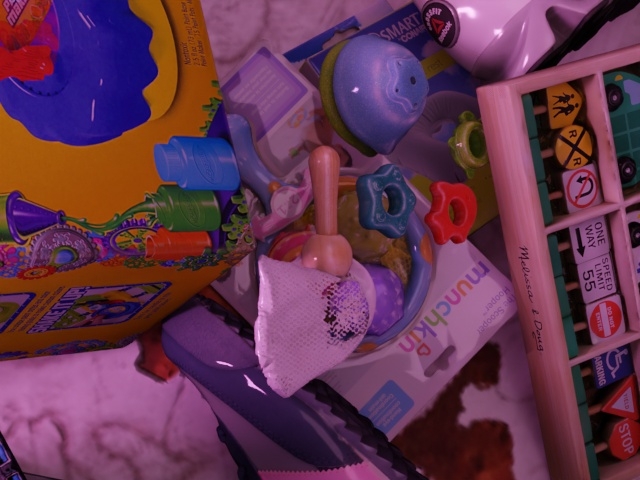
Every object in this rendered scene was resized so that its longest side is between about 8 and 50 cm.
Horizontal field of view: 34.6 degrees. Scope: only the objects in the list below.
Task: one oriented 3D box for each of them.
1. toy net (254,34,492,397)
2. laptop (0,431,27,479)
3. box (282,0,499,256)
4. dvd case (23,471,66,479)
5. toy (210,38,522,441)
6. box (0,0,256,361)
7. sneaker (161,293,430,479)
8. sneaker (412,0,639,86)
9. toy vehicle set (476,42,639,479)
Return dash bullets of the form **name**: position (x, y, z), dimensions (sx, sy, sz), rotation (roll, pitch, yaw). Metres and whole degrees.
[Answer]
- **toy net**: position (0.022, -0.008, 0.579), dimensions (0.122, 0.045, 0.232), rotation (44, 58, -30)
- **laptop**: position (-0.067, 0.154, 0.451), dimensions (0.136, 0.234, 0.264), rotation (-29, 90, -34)
- **box**: position (0.064, -0.085, 0.706), dimensions (0.109, 0.042, 0.178), rotation (-33, 85, -24)
- **dvd case**: position (-0.212, 0.229, 0.514), dimensions (0.179, 0.029, 0.239), rotation (16, 68, -17)
- **toy**: position (0.000, 0.000, 0.631), dimensions (0.237, 0.056, 0.137), rotation (45, 87, 4)
- **box**: position (-0.218, -0.093, 0.511), dimensions (0.279, 0.177, 0.290), rotation (-4, 71, -35)
- **sneaker**: position (0.002, 0.168, 0.570), dimensions (0.319, 0.112, 0.131), rotation (44, 90, 11)
- **sneaker**: position (0.185, -0.230, 0.741), dimensions (0.146, 0.122, 0.330), rotation (47, 54, 10)
- **toy vehicle set**: position (0.201, 0.013, 0.658), dimensions (0.166, 0.035, 0.267), rotation (-19, 104, -22)
